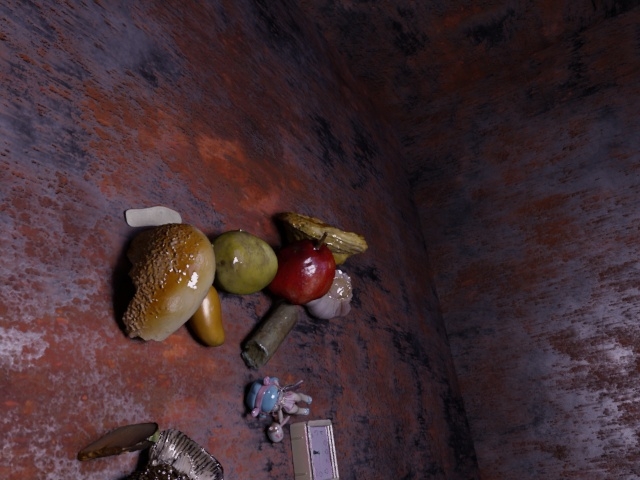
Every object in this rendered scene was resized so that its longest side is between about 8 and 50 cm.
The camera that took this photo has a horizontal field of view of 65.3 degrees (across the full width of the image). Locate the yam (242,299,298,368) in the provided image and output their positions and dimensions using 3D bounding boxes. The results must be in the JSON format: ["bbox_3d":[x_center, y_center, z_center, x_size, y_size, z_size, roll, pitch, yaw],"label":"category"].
[{"bbox_3d":[-0.149,0.283,1.521,0.093,0.093,0.259,64,27,-12],"label":"yam"}]

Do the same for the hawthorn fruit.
[{"bbox_3d":[-0.043,0.083,1.610,0.230,0.266,0.210,9,38,-51],"label":"hawthorn fruit"}]

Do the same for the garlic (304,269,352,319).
[{"bbox_3d":[0.021,0.153,1.821,0.207,0.207,0.256,30,41,-52],"label":"garlic"}]

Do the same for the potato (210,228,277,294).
[{"bbox_3d":[-0.232,0.063,1.455,0.228,0.149,0.196,-32,113,-62],"label":"potato"}]

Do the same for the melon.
[{"bbox_3d":[-0.360,0.380,0.952,0.098,0.182,0.054,11,61,-65],"label":"melon"}]

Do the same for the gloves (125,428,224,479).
[{"bbox_3d":[-0.312,0.538,0.976,0.210,0.135,0.312,62,27,-14],"label":"gloves"}]

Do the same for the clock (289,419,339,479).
[{"bbox_3d":[-0.018,0.651,1.524,0.147,0.071,0.191,28,48,-53],"label":"clock"}]

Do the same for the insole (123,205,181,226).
[{"bbox_3d":[-0.436,-0.061,1.314,0.192,0.010,0.063,-7,78,-64],"label":"insole"}]

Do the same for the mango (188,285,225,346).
[{"bbox_3d":[-0.302,0.194,1.307,0.102,0.085,0.183,-27,106,-68],"label":"mango"}]

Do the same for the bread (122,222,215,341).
[{"bbox_3d":[-0.348,0.073,1.178,0.171,0.192,0.313,47,34,-40],"label":"bread"}]

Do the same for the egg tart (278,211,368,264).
[{"bbox_3d":[0.000,0.000,1.824,0.352,0.352,0.149,16,96,-59],"label":"egg tart"}]

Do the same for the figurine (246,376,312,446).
[{"bbox_3d":[-0.122,0.482,1.447,0.260,0.103,0.205,34,79,-52],"label":"figurine"}]
